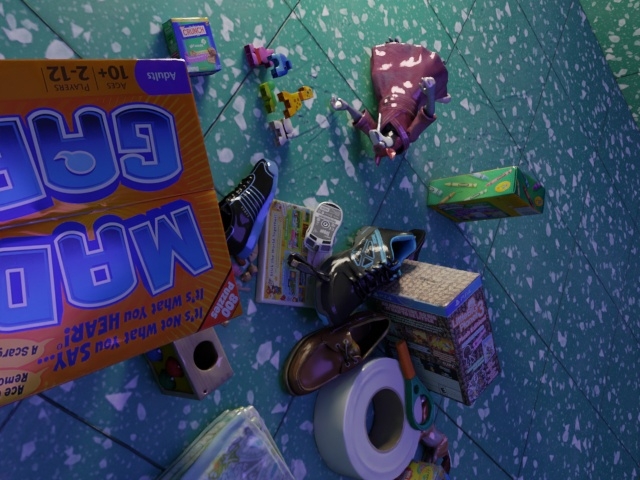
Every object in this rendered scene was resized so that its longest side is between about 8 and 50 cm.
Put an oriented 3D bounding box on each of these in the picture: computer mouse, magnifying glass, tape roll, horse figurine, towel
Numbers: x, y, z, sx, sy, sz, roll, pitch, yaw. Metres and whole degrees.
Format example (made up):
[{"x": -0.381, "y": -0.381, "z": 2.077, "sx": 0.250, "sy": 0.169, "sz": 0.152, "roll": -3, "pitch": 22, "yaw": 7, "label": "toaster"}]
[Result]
[{"x": 0.000, "y": 0.000, "z": 1.375, "sx": 0.106, "sy": 0.042, "sz": 0.193, "roll": 22, "pitch": 60, "yaw": 0, "label": "computer mouse"}, {"x": 0.224, "y": 0.348, "z": 1.475, "sx": 0.092, "sy": 0.026, "sz": 0.231, "roll": -29, "pitch": 104, "yaw": -43, "label": "magnifying glass"}, {"x": 0.118, "y": 0.417, "z": 1.448, "sx": 0.286, "sy": 0.100, "sz": 0.286, "roll": 8, "pitch": 78, "yaw": -44, "label": "tape roll"}, {"x": 0.279, "y": 0.536, "z": 1.618, "sx": 0.174, "sy": 0.066, "sz": 0.263, "roll": -48, "pitch": 115, "yaw": -31, "label": "horse figurine"}, {"x": -0.187, "y": 0.540, "z": 1.138, "sx": 0.374, "sy": 0.090, "sz": 0.321, "roll": -42, "pitch": 113, "yaw": -39, "label": "towel"}]

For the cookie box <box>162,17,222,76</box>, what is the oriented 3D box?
[{"x": -0.255, "y": -0.383, "z": 1.224, "sx": 0.092, "sy": 0.040, "sz": 0.107, "roll": -22, "pitch": 99, "yaw": -43, "label": "cookie box"}]

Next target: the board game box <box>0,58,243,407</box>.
[{"x": -0.383, "y": -0.017, "z": 0.825, "sx": 0.356, "sy": 0.356, "sz": 0.356, "roll": -17, "pitch": 97, "yaw": -44, "label": "board game box"}]

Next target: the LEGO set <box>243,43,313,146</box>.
[{"x": -0.075, "y": -0.334, "z": 1.364, "sx": 0.093, "sy": 0.087, "sz": 0.227, "roll": -27, "pitch": 105, "yaw": -43, "label": "LEGO set"}]

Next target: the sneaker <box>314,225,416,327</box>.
[{"x": 0.104, "y": 0.069, "z": 1.424, "sx": 0.341, "sy": 0.139, "sz": 0.125, "roll": -51, "pitch": 129, "yaw": -41, "label": "sneaker"}]

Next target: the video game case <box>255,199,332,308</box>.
[{"x": -0.053, "y": 0.035, "z": 1.381, "sx": 0.206, "sy": 0.026, "sz": 0.227, "roll": 12, "pitch": 77, "yaw": -43, "label": "video game case"}]

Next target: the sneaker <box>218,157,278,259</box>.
[{"x": -0.156, "y": -0.080, "z": 1.254, "sx": 0.090, "sy": 0.081, "sz": 0.232, "roll": 29, "pitch": 61, "yaw": -30, "label": "sneaker"}]

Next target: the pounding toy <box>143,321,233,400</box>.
[{"x": -0.241, "y": 0.168, "z": 1.066, "sx": 0.094, "sy": 0.181, "sz": 0.206, "roll": -33, "pitch": 108, "yaw": -42, "label": "pounding toy"}]

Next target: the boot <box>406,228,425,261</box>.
[{"x": 0.236, "y": 0.080, "z": 1.638, "sx": 0.198, "sy": 0.077, "sz": 0.137, "roll": -51, "pitch": 125, "yaw": -21, "label": "boot"}]

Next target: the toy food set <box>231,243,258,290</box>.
[{"x": -0.158, "y": 0.042, "z": 1.278, "sx": 0.078, "sy": 0.019, "sz": 0.122, "roll": 13, "pitch": 75, "yaw": -43, "label": "toy food set"}]

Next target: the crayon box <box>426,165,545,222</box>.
[{"x": 0.461, "y": -0.122, "z": 1.731, "sx": 0.165, "sy": 0.278, "sz": 0.081, "roll": 23, "pitch": 70, "yaw": -41, "label": "crayon box"}]

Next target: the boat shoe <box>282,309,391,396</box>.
[{"x": 0.043, "y": 0.241, "z": 1.388, "sx": 0.307, "sy": 0.104, "sz": 0.111, "roll": -36, "pitch": 106, "yaw": -42, "label": "boat shoe"}]

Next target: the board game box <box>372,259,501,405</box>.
[{"x": 0.280, "y": 0.217, "z": 1.498, "sx": 0.141, "sy": 0.232, "sz": 0.291, "roll": -35, "pitch": 120, "yaw": -32, "label": "board game box"}]

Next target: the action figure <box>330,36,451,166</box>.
[{"x": 0.188, "y": -0.333, "z": 1.593, "sx": 0.276, "sy": 0.248, "sz": 0.370, "roll": 60, "pitch": 42, "yaw": -58, "label": "action figure"}]

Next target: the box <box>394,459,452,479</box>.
[{"x": 0.222, "y": 0.721, "z": 1.456, "sx": 0.279, "sy": 0.177, "sz": 0.290, "roll": 56, "pitch": 51, "yaw": -24, "label": "box"}]
